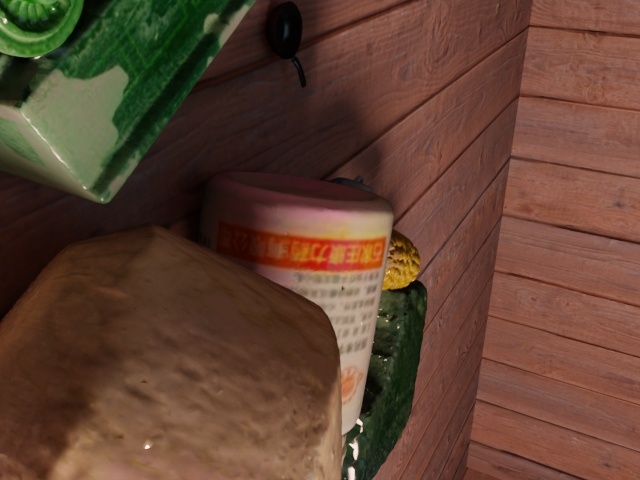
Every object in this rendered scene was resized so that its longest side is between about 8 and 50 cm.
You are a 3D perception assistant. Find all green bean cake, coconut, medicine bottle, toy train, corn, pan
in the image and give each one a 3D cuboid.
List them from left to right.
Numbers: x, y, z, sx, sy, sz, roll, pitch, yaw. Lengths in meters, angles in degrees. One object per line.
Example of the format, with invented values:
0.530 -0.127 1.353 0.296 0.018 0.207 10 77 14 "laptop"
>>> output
-0.171 -0.176 0.448 0.266 0.145 0.202 -62 155 -24 "toy train"
-0.112 0.151 0.540 0.329 0.328 0.329 -42 139 -51 "coconut"
-0.050 0.125 0.786 0.219 0.219 0.389 -16 118 -63 "medicine bottle"
-0.042 -0.241 0.837 0.068 0.023 0.115 -59 148 -35 "pan"
0.058 0.219 1.131 0.300 0.169 0.308 -17 117 -64 "green bean cake"
0.088 0.028 0.986 0.293 0.106 0.106 21 84 -74 "corn"

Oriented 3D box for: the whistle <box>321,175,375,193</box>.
0.000 0.000 0.975 0.269 0.093 0.180 -60 156 -30 "whistle"
